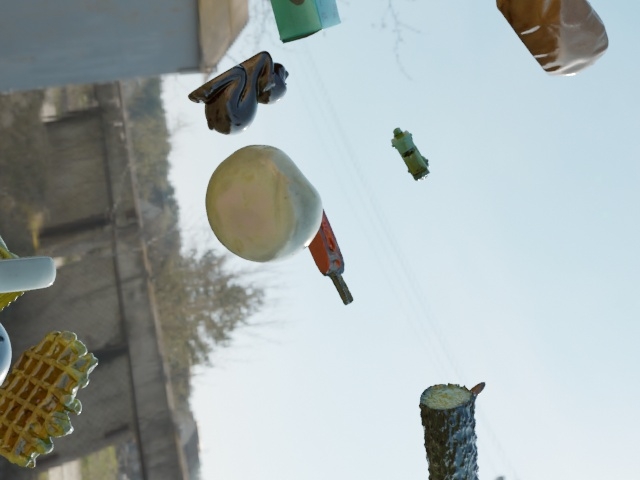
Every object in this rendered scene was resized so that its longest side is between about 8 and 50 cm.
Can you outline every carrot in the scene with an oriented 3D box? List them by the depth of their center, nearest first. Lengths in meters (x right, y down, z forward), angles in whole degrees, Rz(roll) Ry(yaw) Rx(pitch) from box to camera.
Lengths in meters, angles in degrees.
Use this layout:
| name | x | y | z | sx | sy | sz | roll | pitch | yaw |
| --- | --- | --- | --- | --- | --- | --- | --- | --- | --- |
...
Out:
| name | x | y | z | sx | sy | sz | roll | pitch | yaw |
| --- | --- | --- | --- | --- | --- | --- | --- | --- | --- |
| carrot | 0.332 | 0.389 | 1.883 | 0.035 | 0.165 | 0.036 | 42 | -12 | 11 |

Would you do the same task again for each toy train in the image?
| name | x | y | z | sx | sy | sz | roll | pitch | yaw |
| --- | --- | --- | --- | --- | --- | --- | --- | --- | --- |
| toy train | 0.184 | -0.173 | 1.639 | 0.122 | 0.050 | 0.081 | 57 | 7 | -13 |

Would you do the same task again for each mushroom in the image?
| name | x | y | z | sx | sy | sz | roll | pitch | yaw |
| --- | --- | --- | --- | --- | --- | --- | --- | --- | --- |
| mushroom | -0.108 | -0.080 | 1.624 | 0.202 | 0.246 | 0.246 | -53 | 152 | -50 |

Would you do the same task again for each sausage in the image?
| name | x | y | z | sx | sy | sz | roll | pitch | yaw |
| --- | --- | --- | --- | --- | --- | --- | --- | --- | --- |
| sausage | 0.409 | -0.391 | 1.435 | 0.136 | 0.241 | 0.120 | -35 | -142 | 29 |

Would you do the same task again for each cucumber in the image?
| name | x | y | z | sx | sy | sz | roll | pitch | yaw |
| --- | --- | --- | --- | --- | --- | --- | --- | --- | --- |
| cucumber | 0.228 | 0.418 | 1.403 | 0.096 | 0.096 | 0.360 | -127 | -152 | -65 |

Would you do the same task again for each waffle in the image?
| name | x | y | z | sx | sy | sz | roll | pitch | yaw |
| --- | --- | --- | --- | --- | --- | --- | --- | --- | --- |
| waffle | -0.459 | 0.258 | 1.342 | 0.219 | 0.229 | 0.057 | 9 | -28 | 47 |

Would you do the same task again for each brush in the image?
| name | x | y | z | sx | sy | sz | roll | pitch | yaw |
| --- | --- | --- | --- | --- | --- | --- | --- | --- | --- |
| brush | -0.001 | 0.000 | 1.835 | 0.070 | 0.051 | 0.323 | -42 | -114 | 44 |

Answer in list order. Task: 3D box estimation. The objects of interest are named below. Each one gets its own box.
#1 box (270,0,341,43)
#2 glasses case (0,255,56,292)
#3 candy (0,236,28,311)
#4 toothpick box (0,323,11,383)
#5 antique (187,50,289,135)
| name | x | y | z | sx | sy | sz | roll | pitch | yaw |
| --- | --- | --- | --- | --- | --- | --- | --- | --- | --- |
| box | -0.055 | -0.658 | 1.988 | 0.205 | 0.118 | 0.312 | -47 | 126 | -64 |
| glasses case | -0.292 | 0.033 | 0.786 | 0.083 | 0.021 | 0.032 | -7 | 97 | -61 |
| candy | -0.697 | 0.022 | 1.631 | 0.297 | 0.187 | 0.081 | 48 | -11 | 23 |
| toothpick box | -0.797 | 0.276 | 1.684 | 0.355 | 0.263 | 0.263 | -47 | -134 | 40 |
| antique | -0.181 | -0.353 | 1.947 | 0.121 | 0.257 | 0.143 | -21 | -73 | 53 |
